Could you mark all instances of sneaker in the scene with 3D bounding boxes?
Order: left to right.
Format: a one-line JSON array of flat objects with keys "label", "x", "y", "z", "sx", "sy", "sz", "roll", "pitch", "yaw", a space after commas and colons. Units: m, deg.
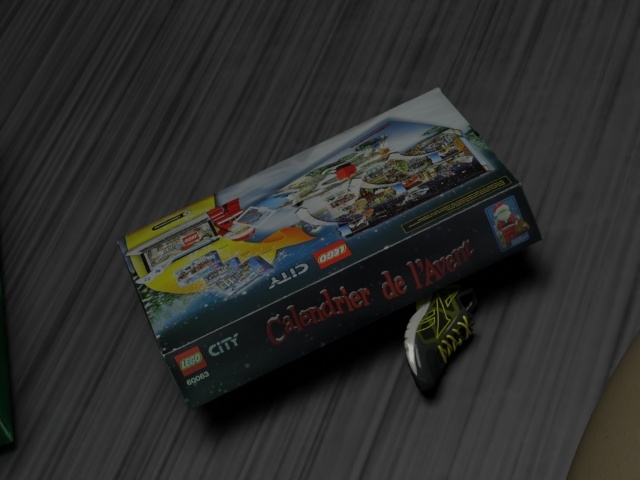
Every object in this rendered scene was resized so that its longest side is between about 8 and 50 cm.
[{"label": "sneaker", "x": 0.071, "y": 0.053, "z": 1.166, "sx": 0.035, "sy": 0.031, "sz": 0.083, "roll": -5, "pitch": 44, "yaw": 19}]

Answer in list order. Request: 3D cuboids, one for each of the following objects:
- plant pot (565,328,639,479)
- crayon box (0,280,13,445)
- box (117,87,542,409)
[{"label": "plant pot", "x": 0.204, "y": 0.165, "z": 0.844, "sx": 0.191, "sy": 0.284, "sz": 0.284, "roll": -49, "pitch": 33, "yaw": 26}, {"label": "crayon box", "x": -0.395, "y": 0.053, "z": 1.321, "sx": 0.363, "sy": 0.106, "sz": 0.313, "roll": -19, "pitch": 40, "yaw": 4}, {"label": "box", "x": 0.000, "y": 0.000, "z": 1.224, "sx": 0.233, "sy": 0.044, "sz": 0.159, "roll": -26, "pitch": 30, "yaw": -3}]
